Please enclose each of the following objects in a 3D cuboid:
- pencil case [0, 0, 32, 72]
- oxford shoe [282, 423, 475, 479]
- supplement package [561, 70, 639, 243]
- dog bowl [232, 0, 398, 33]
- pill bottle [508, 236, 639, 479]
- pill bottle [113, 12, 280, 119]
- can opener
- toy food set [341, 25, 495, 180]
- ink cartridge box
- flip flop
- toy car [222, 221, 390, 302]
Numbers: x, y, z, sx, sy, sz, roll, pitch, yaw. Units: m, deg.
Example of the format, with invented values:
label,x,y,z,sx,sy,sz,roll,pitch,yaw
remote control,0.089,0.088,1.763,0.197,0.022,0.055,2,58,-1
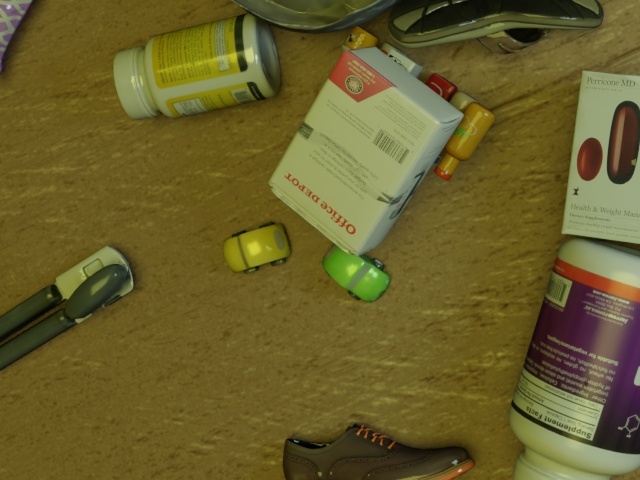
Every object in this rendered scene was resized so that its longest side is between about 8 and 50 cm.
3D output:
label,x,y,z,sx,sy,sz,roll,pitch,yaw
pencil case,-0.457,-0.336,1.732,0.088,0.086,0.206,30,102,-14
oxford shoe,0.074,0.299,1.644,0.271,0.097,0.098,-10,86,14
supplement package,0.421,-0.097,1.488,0.194,0.149,0.203,8,96,26
dog bowl,-0.005,-0.430,1.567,0.349,0.102,0.349,-1,78,7
pill bottle,0.350,0.168,1.524,0.181,0.181,0.323,17,98,11
pill bottle,-0.169,-0.234,1.650,0.208,0.119,0.119,-10,91,13
can opener,-0.397,0.103,1.737,0.283,0.095,0.076,-31,86,13
toy food set,0.116,-0.180,1.591,0.232,0.111,0.104,35,102,15
ink cartridge box,0.055,-0.113,1.529,0.158,0.092,0.218,40,117,15
flip flop,0.227,-0.283,1.569,0.277,0.112,0.080,-10,135,1
toy car,0.000,0.000,1.659,0.225,0.053,0.239,40,101,8
